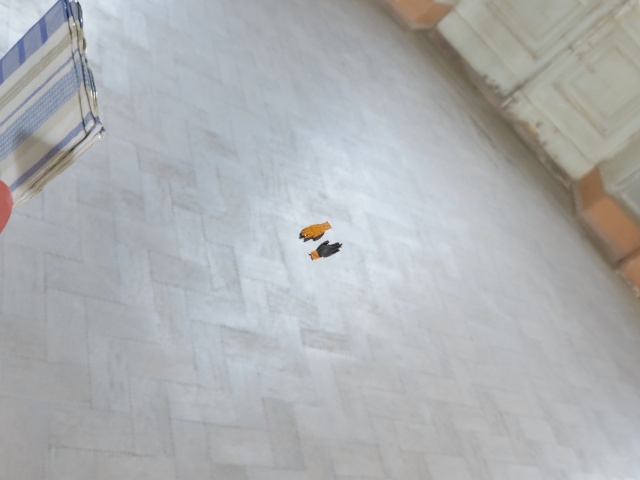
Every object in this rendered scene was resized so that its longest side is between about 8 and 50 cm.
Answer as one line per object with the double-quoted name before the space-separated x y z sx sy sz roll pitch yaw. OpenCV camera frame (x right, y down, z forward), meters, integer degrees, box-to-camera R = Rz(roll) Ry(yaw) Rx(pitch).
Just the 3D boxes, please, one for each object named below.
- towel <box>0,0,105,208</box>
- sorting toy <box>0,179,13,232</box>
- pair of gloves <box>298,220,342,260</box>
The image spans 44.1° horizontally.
"towel" -0.406 -0.205 1.159 0.034 0.209 0.285 26 37 -50
"sorting toy" -0.530 0.040 0.913 0.126 0.127 0.365 35 74 11
"pair of gloves" 0.000 0.000 1.607 0.074 0.010 0.083 -21 61 -18
